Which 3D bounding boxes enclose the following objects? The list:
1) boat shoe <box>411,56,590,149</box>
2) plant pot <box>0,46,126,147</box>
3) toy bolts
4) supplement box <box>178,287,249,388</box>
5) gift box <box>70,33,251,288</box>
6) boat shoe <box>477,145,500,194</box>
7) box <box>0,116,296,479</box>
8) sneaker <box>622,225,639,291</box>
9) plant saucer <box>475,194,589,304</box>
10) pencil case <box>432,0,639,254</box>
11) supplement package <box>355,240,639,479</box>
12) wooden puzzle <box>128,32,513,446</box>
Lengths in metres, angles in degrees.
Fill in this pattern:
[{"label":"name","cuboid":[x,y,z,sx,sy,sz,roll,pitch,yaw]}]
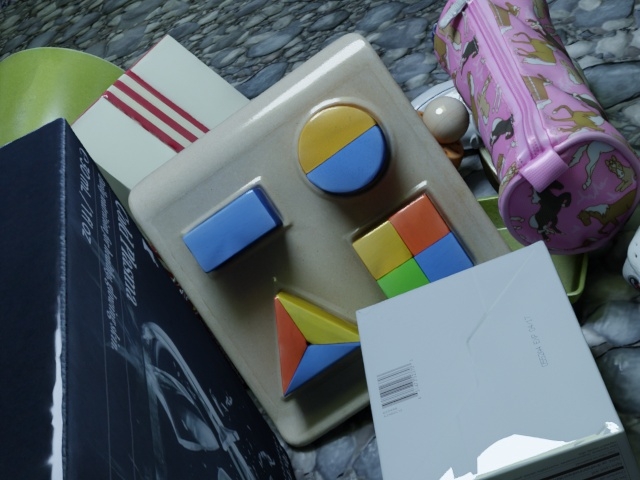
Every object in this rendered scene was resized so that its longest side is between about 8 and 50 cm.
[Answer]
[{"label":"boat shoe","cuboid":[0.228,-0.167,1.448,0.267,0.096,0.088,-16,30,3]},{"label":"plant pot","cuboid":[-0.417,-0.100,1.707,0.274,0.275,0.294,-11,53,24]},{"label":"toy bolts","cuboid":[0.083,-0.095,1.327,0.158,0.218,0.229,-55,24,36]},{"label":"supplement box","cuboid":[-0.040,0.080,1.272,0.239,0.130,0.073,-22,32,8]},{"label":"gift box","cuboid":[-0.192,-0.079,1.435,0.255,0.258,0.276,-52,2,-25]},{"label":"boat shoe","cuboid":[0.240,-0.079,1.360,0.045,0.050,0.135,-26,43,-2]},{"label":"box","cuboid":[-0.204,0.240,0.867,0.297,0.472,0.480,-25,33,2]},{"label":"sneaker","cuboid":[0.370,0.046,1.056,0.146,0.122,0.331,-29,30,34]},{"label":"plant saucer","cuboid":[0.221,0.020,1.239,0.188,0.045,0.188,-8,39,28]},{"label":"pencil case","cuboid":[0.237,-0.154,1.235,0.167,0.160,0.386,5,40,-15]},{"label":"supplement package","cuboid":[0.161,0.161,1.003,0.204,0.145,0.262,-21,33,10]},{"label":"wooden puzzle","cuboid":[0.000,0.000,1.159,0.322,0.348,0.080,-35,-5,8]}]
